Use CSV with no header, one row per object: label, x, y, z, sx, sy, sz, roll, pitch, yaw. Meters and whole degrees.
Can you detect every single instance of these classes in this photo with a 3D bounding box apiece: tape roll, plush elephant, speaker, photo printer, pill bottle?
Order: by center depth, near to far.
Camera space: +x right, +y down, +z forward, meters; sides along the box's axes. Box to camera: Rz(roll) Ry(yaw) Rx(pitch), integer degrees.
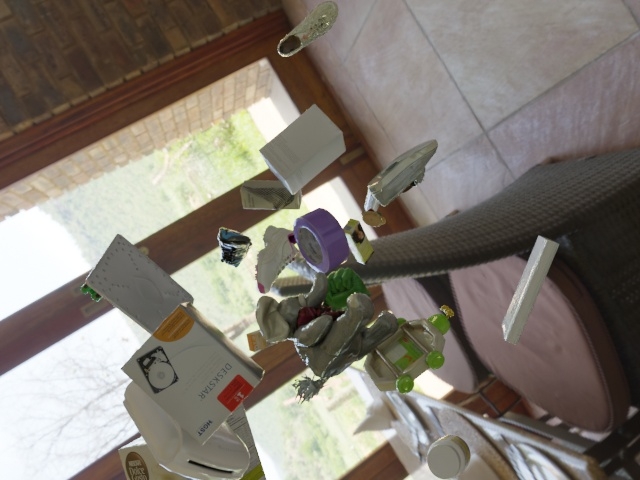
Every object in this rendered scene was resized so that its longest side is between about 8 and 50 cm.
photo printer,-0.328,0.474,1.198,0.307,0.107,0.256,27,169,46
plush elephant,-0.006,0.210,1.230,0.255,0.330,0.271,49,-167,31
tape roll,0.000,0.000,1.476,0.189,0.080,0.189,42,148,35
pill bottle,0.415,0.704,1.562,0.119,0.119,0.208,51,-171,28
speaker,0.194,-0.155,1.751,0.055,0.055,0.136,53,163,19

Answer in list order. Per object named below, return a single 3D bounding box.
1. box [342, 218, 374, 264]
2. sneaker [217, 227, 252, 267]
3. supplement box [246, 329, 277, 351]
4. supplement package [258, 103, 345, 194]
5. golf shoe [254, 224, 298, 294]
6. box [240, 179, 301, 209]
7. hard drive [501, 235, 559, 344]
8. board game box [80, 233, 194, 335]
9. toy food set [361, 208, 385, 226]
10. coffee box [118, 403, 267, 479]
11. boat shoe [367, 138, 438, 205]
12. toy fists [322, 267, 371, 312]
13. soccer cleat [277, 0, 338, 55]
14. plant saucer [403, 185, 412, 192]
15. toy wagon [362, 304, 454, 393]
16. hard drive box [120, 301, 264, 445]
box,0.174,0.007,2.225,0.058,0.087,0.232,19,153,38
sneaker,-0.366,0.038,2.040,0.124,0.140,0.341,22,171,7
supplement box,-0.202,0.340,1.668,0.036,0.098,0.062,-4,98,52
supplement package,-0.067,-0.360,1.926,0.178,0.293,0.175,49,176,16
golf shoe,-0.158,0.064,1.771,0.115,0.140,0.307,83,-167,-50
box,-0.228,-0.214,2.258,0.094,0.274,0.113,-82,-10,-50
hard drive,0.712,0.160,1.646,0.047,0.354,0.233,21,-170,16
board game box,-0.623,0.190,1.696,0.390,0.050,0.390,47,-170,-22
toy food set,0.185,-0.079,1.707,0.083,0.020,0.083,-10,133,42
coffee box,-0.458,0.822,1.748,0.337,0.338,0.335,-23,84,33
boat shoe,0.220,-0.171,1.227,0.081,0.227,0.079,56,165,-19
toy fists,0.034,0.204,1.597,0.142,0.096,0.279,49,122,9
soccer cleat,-0.033,-0.554,1.275,0.068,0.196,0.076,49,-156,-19
plant saucer,0.386,-0.271,2.135,0.029,0.168,0.169,47,163,29
toy wagon,0.299,0.343,1.556,0.068,0.344,0.267,55,175,-22
hard drive box,-0.265,0.275,1.019,0.232,0.181,0.089,42,176,1
